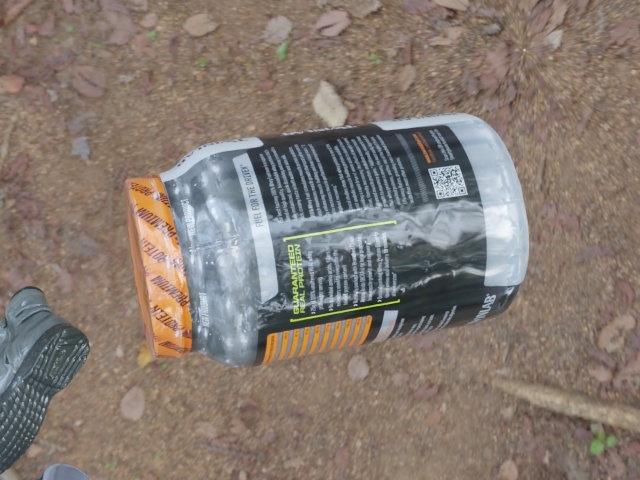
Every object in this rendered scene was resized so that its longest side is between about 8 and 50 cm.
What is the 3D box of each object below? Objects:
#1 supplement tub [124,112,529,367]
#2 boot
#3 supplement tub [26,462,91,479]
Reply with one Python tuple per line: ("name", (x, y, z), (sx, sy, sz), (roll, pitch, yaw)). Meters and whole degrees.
("supplement tub", (0.000, 0.000, 0.822), (0.338, 0.207, 0.207), (-8, 101, -16))
("boot", (-0.409, 0.183, 1.133), (0.161, 0.083, 0.246), (24, 71, 46))
("supplement tub", (-0.347, 0.358, 1.055), (0.106, 0.106, 0.198), (39, 107, 2))
